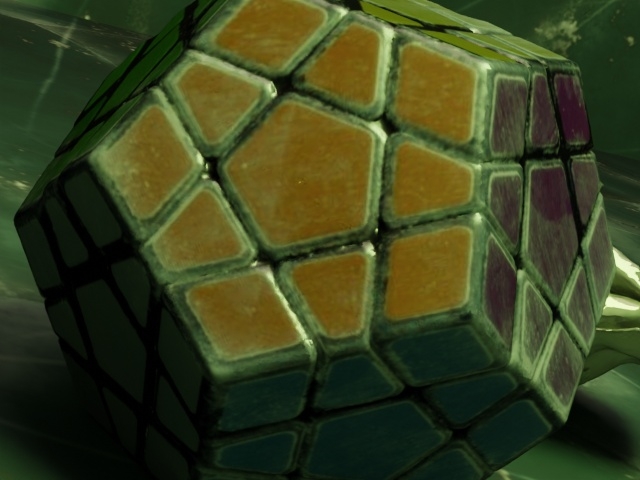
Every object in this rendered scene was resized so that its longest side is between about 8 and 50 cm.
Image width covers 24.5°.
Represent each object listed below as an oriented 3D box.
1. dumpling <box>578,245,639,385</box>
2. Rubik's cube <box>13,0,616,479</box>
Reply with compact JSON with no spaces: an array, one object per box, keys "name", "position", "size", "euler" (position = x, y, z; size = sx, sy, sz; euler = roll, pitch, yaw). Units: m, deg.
[{"name":"dumpling","position":[0.087,0.025,1.043],"size":[0.341,0.181,0.260],"euler":[-4,-6,7]},{"name":"Rubik's cube","position":[0.000,0.000,0.784],"size":[0.319,0.319,0.264],"euler":[11,45,-26]}]
